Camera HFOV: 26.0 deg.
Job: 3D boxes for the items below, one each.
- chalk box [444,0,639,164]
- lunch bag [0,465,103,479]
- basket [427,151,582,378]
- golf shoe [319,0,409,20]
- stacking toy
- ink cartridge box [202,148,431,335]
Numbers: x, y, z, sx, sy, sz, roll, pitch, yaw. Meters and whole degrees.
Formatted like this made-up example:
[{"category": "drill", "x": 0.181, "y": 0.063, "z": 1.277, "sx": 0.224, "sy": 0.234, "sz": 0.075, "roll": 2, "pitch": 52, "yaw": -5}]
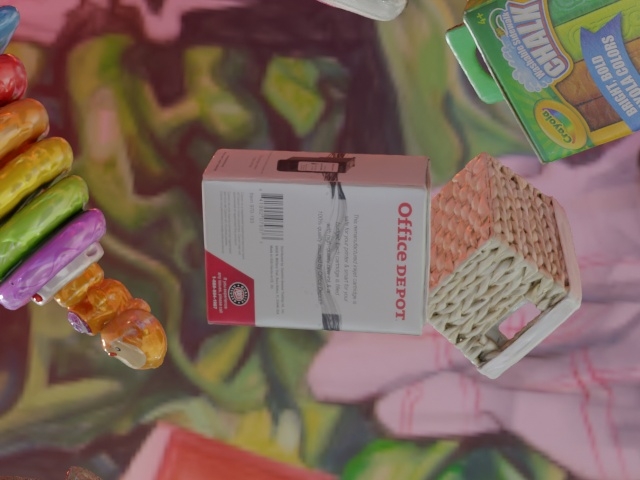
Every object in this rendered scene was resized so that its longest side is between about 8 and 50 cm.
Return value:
[{"category": "chalk box", "x": 0.188, "y": -0.152, "z": 0.967, "sx": 0.132, "sy": 0.213, "sz": 0.132, "roll": 56, "pitch": -147, "yaw": -21}, {"category": "lunch bag", "x": -0.228, "y": 0.284, "z": 1.098, "sx": 0.235, "sy": 0.287, "sz": 0.169, "roll": -122, "pitch": 32, "yaw": -80}, {"category": "basket", "x": 0.147, "y": 0.016, "z": 1.204, "sx": 0.113, "sy": 0.103, "sz": 0.167, "roll": -45, "pitch": 19, "yaw": 25}, {"category": "golf shoe", "x": -0.020, "y": -0.219, "z": 1.100, "sx": 0.086, "sy": 0.186, "sz": 0.067, "roll": -60, "pitch": -1, "yaw": -37}, {"category": "stacking toy", "x": -0.229, "y": -0.012, "z": 1.078, "sx": 0.166, "sy": 0.302, "sz": 0.175, "roll": -43, "pitch": 4, "yaw": -32}, {"category": "ink cartridge box", "x": 0.000, "y": 0.000, "z": 0.939, "sx": 0.063, "sy": 0.150, "sz": 0.109, "roll": -74, "pitch": -15, "yaw": -67}]
